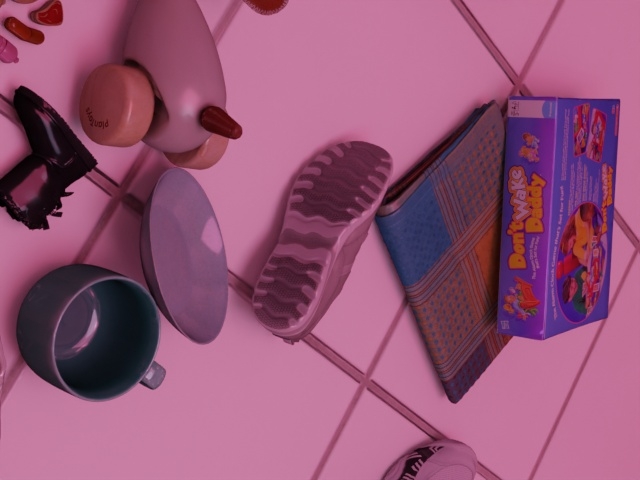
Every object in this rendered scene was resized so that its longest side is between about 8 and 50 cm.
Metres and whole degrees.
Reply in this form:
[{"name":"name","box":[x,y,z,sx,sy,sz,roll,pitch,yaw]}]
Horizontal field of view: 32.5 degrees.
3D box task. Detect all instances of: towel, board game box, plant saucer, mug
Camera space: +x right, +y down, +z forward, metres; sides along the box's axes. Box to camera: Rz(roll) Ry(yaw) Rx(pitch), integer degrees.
[{"name":"towel","box":[0.214,0.020,1.597,0.271,0.040,0.370,-43,129,-28]},{"name":"board game box","box":[0.361,-0.042,1.653,0.233,0.078,0.347,-7,102,-53]},{"name":"plant saucer","box":[-0.154,0.019,1.189,0.195,0.037,0.195,-10,90,-74]},{"name":"mug","box":[-0.240,0.101,1.125,0.129,0.097,0.158,-30,121,-37]}]

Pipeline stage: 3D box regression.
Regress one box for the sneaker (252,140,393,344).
[{"name":"sneaker","box":[0.000,0.000,1.360,0.281,0.105,0.115,-58,163,-19]}]

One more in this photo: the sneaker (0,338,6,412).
[{"name":"sneaker","box":[-0.332,0.146,1.048,0.080,0.094,0.212,-15,111,-43]}]

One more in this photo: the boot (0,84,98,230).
[{"name":"boot","box":[-0.284,-0.077,1.076,0.099,0.045,0.121,-49,128,-17]}]

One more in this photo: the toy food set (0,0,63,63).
[{"name":"toy food set","box":[-0.293,-0.210,1.049,0.122,0.019,0.078,-37,125,-42]}]

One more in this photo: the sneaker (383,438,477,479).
[{"name":"sneaker","box":[0.149,0.434,1.516,0.366,0.210,0.137,-39,126,-31]}]

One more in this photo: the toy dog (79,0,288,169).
[{"name":"toy dog","box":[-0.125,-0.222,1.101,0.220,0.161,0.334,-25,119,-47]}]
